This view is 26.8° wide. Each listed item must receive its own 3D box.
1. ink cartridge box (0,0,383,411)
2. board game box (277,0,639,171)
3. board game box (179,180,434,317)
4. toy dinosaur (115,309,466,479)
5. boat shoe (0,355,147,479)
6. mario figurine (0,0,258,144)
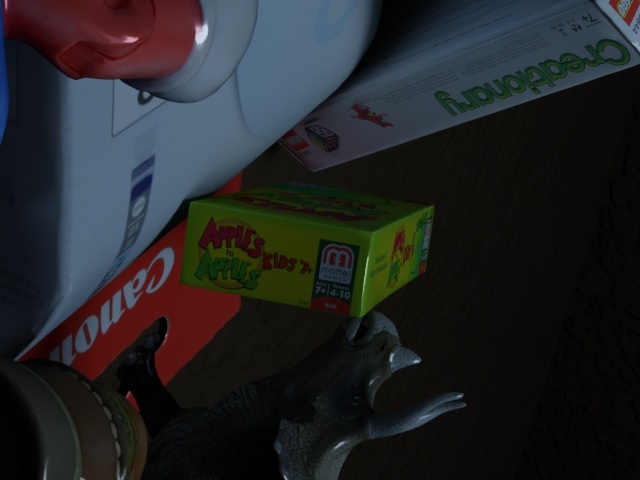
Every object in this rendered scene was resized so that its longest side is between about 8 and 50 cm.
[{"bbox_3d":[-0.075,-0.024,0.719,0.308,0.091,0.385,-46,151,-49],"label":"ink cartridge box"},{"bbox_3d":[0.105,-0.156,0.830,0.305,0.053,0.193,-14,-140,55],"label":"board game box"},{"bbox_3d":[0.000,0.000,0.723,0.181,0.092,0.043,-21,120,-75],"label":"board game box"},{"bbox_3d":[-0.072,0.157,0.711,0.121,0.160,0.313,-40,163,-56],"label":"toy dinosaur"},{"bbox_3d":[-0.175,0.170,0.482,0.307,0.111,0.104,-44,158,8],"label":"boat shoe"},{"bbox_3d":[-0.132,-0.053,0.390,0.198,0.170,0.321,49,38,-46],"label":"mario figurine"}]
